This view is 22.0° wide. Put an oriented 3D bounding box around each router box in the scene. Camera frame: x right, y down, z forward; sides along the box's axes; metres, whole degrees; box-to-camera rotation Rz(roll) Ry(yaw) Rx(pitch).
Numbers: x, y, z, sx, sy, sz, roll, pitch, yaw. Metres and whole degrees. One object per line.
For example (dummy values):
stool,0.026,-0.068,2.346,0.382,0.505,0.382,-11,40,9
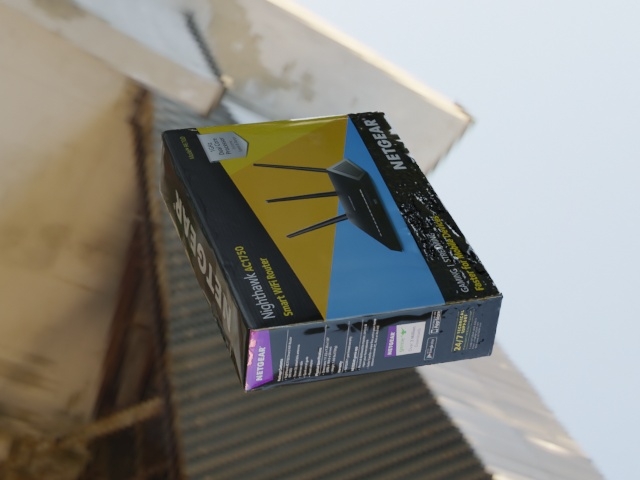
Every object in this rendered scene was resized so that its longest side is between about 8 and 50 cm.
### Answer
router box,0.000,0.000,0.868,0.179,0.133,0.046,-119,-152,-49
